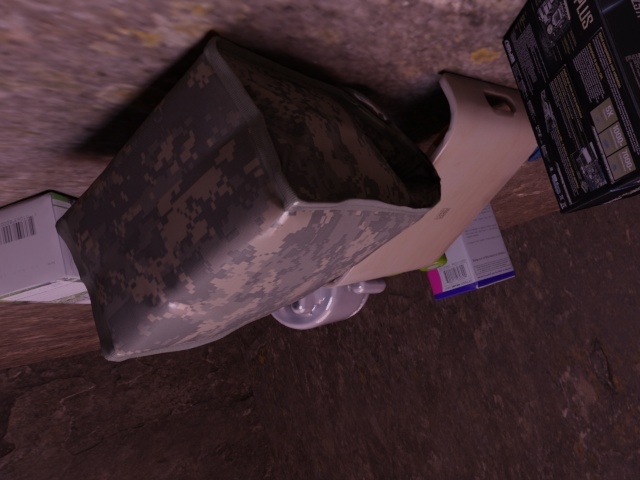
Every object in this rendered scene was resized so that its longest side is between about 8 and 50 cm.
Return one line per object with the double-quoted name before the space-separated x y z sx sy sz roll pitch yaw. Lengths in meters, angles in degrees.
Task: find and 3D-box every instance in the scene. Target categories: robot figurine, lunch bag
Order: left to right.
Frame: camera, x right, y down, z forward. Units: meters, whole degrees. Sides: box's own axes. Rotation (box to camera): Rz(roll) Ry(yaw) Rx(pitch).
"lunch bag" -0.043 -0.025 0.530 0.235 0.169 0.287 -38 159 28
"robot figurine" -0.003 0.098 1.328 0.299 0.200 0.353 5 -179 25

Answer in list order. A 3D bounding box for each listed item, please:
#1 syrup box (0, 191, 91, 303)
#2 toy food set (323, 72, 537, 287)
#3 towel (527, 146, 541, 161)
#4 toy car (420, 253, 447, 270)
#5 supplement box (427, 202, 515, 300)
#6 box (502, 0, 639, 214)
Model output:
"syrup box" -0.286 0.020 0.688 0.093 0.097 0.237 -16 171 8
"toy food set" 0.126 -0.066 0.721 0.219 0.092 0.306 -6 140 -47
"towel" 0.430 -0.175 1.012 0.119 0.029 0.067 -15 170 -8
"toy car" 0.164 -0.047 0.912 0.148 0.155 0.188 -7 162 -22
"supplement box" 0.251 -0.016 1.046 0.113 0.220 0.111 -12 170 -34
"box" 0.234 -0.129 0.461 0.077 0.180 0.147 -14 170 -4
